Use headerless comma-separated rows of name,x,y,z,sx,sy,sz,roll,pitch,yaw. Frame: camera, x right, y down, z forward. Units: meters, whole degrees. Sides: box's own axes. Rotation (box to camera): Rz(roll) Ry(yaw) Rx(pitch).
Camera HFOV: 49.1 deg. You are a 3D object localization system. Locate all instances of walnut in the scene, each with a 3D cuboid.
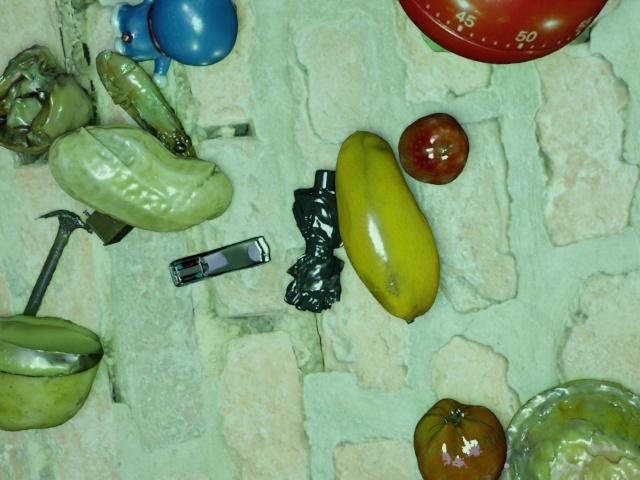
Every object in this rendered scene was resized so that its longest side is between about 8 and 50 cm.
walnut,-0.542,-0.252,1.372,0.204,0.141,0.238,-52,52,7

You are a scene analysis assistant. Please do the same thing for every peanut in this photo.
peanut,-0.340,-0.112,1.327,0.339,0.158,0.174,29,71,-21

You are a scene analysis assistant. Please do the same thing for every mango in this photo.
mango,0.114,-0.026,1.270,0.144,0.187,0.360,-21,91,33

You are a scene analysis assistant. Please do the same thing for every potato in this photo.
potato,-0.588,0.278,1.404,0.285,0.242,0.243,5,97,-17

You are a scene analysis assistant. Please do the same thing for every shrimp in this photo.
shrimp,-0.338,-0.253,1.365,0.267,0.145,0.061,45,58,-19

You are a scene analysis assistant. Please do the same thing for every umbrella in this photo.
umbrella,0.001,0.001,1.334,0.121,0.110,0.273,6,92,9

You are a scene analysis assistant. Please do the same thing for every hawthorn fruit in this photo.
hawthorn fruit,0.255,0.390,1.292,0.189,0.189,0.189,1,95,9
hawthorn fruit,0.206,-0.162,1.265,0.132,0.138,0.133,0,92,6

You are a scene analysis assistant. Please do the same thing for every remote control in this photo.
remote control,-0.202,0.043,1.404,0.212,0.028,0.059,-17,91,10

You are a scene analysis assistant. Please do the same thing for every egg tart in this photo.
egg tart,0.499,0.429,1.270,0.351,0.150,0.352,0,91,10

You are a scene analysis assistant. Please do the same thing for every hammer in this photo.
hammer,-0.577,0.074,1.470,0.125,0.027,0.297,25,99,6

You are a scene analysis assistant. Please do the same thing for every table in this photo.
table,-0.418,-0.049,1.410,0.083,0.070,0.082,-42,88,11

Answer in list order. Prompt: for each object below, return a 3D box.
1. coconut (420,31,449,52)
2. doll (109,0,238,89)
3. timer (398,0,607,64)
coconut,0.231,-0.381,1.272,0.082,0.081,0.083,34,97,47
doll,-0.274,-0.400,1.327,0.256,0.161,0.215,2,109,25
timer,0.289,-0.468,1.123,0.377,0.279,0.378,4,71,-12
